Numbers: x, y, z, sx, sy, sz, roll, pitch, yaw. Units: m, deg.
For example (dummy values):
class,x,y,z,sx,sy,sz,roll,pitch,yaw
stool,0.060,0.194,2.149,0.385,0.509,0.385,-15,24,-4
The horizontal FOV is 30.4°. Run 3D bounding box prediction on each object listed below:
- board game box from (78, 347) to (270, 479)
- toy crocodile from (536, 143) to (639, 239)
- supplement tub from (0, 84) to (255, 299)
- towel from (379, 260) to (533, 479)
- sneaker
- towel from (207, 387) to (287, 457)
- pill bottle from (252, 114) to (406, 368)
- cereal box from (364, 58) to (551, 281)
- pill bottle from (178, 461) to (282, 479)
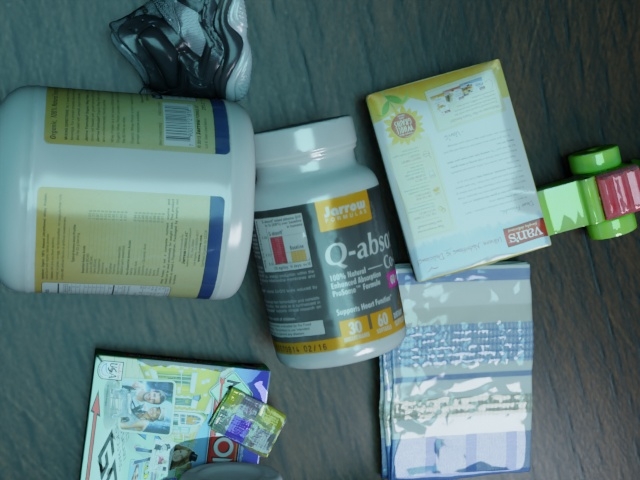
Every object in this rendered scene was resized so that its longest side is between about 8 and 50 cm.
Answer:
class,x,y,z,sx,sy,sz,roll,pitch,yaw
board game box,-0.187,0.300,1.437,0.214,0.046,0.317,6,93,-12
toy crocodile,0.426,-0.074,1.506,0.341,0.105,0.115,-12,97,-10
supplement tub,-0.242,-0.052,1.301,0.316,0.228,0.228,3,94,-12
towel,0.172,0.165,1.509,0.209,0.034,0.284,-3,96,-12
sneaker,-0.171,-0.285,1.360,0.153,0.101,0.268,-11,100,-14
towel,-0.086,0.220,1.423,0.083,0.009,0.060,31,88,-14
pill bottle,0.000,0.000,1.392,0.162,0.162,0.278,-13,98,-11
cereal box,0.167,-0.084,1.449,0.173,0.047,0.240,-15,90,-1
pill bottle,-0.104,0.380,1.375,0.124,0.124,0.221,-1,96,-12
